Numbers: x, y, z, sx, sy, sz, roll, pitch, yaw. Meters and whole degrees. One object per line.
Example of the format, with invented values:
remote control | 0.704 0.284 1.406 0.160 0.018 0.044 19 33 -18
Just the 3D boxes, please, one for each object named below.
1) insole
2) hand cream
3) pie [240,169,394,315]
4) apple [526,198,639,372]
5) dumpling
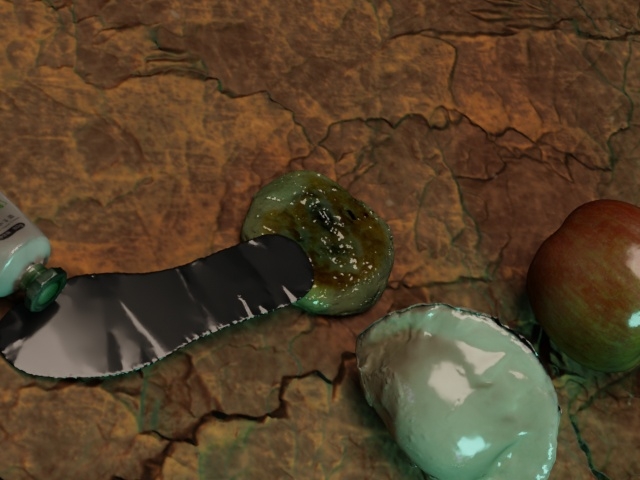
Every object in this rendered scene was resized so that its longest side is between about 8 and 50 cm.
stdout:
insole | -0.164 0.067 1.614 0.348 0.009 0.119 -18 67 -25
hand cream | -0.391 -0.052 1.583 0.336 0.076 0.121 40 47 14
pie | 0.000 0.000 1.747 0.187 0.041 0.187 12 53 -17
apple | 0.330 0.049 1.780 0.174 0.188 0.188 44 50 18
dumpling | 0.153 0.159 1.636 0.247 0.172 0.142 45 20 1
